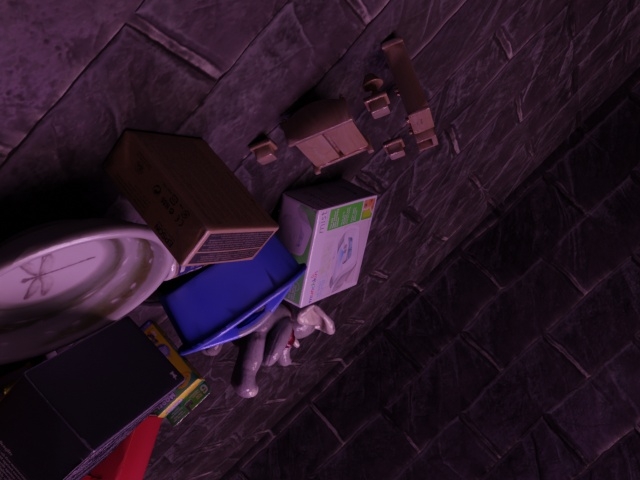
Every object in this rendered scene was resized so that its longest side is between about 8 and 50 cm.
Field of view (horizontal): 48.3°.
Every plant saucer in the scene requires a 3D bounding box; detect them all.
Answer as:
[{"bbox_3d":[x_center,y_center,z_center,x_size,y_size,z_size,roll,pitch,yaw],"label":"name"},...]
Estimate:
[{"bbox_3d":[-0.441,0.064,1.173,0.400,0.101,0.400,-28,162,-10],"label":"plant saucer"}]

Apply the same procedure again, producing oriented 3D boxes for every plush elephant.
[{"bbox_3d":[-0.125,0.233,1.901,0.255,0.272,0.330,21,92,-40],"label":"plush elephant"}]

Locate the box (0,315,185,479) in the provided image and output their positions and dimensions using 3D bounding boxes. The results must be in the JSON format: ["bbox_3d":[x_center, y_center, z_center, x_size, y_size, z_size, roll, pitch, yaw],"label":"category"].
[{"bbox_3d":[-0.453,0.325,1.291,0.294,0.183,0.296,-43,176,22],"label":"box"}]

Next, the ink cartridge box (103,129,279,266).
[{"bbox_3d":[-0.211,-0.071,1.180,0.088,0.235,0.193,-50,157,22],"label":"ink cartridge box"}]

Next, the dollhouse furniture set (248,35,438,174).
[{"bbox_3d":[0.046,-0.264,1.529,0.355,0.174,0.303,-20,163,11],"label":"dollhouse furniture set"}]

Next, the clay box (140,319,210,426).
[{"bbox_3d":[-0.370,0.309,1.660,0.127,0.222,0.053,-44,160,-5],"label":"clay box"}]

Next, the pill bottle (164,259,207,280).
[{"bbox_3d":[-0.264,0.014,1.453,0.169,0.094,0.094,-22,152,-43],"label":"pill bottle"}]

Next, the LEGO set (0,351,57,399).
[{"bbox_3d":[-0.606,0.296,1.376,0.132,0.107,0.287,-47,159,12],"label":"LEGO set"}]

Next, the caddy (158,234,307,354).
[{"bbox_3d":[-0.189,0.121,1.574,0.341,0.179,0.241,-35,-173,-18],"label":"caddy"}]

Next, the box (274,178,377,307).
[{"bbox_3d":[0.000,0.000,1.764,0.231,0.126,0.262,-17,127,-49],"label":"box"}]

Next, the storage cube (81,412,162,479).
[{"bbox_3d":[-0.483,0.455,1.577,0.215,0.183,0.193,75,31,-74],"label":"storage cube"}]
